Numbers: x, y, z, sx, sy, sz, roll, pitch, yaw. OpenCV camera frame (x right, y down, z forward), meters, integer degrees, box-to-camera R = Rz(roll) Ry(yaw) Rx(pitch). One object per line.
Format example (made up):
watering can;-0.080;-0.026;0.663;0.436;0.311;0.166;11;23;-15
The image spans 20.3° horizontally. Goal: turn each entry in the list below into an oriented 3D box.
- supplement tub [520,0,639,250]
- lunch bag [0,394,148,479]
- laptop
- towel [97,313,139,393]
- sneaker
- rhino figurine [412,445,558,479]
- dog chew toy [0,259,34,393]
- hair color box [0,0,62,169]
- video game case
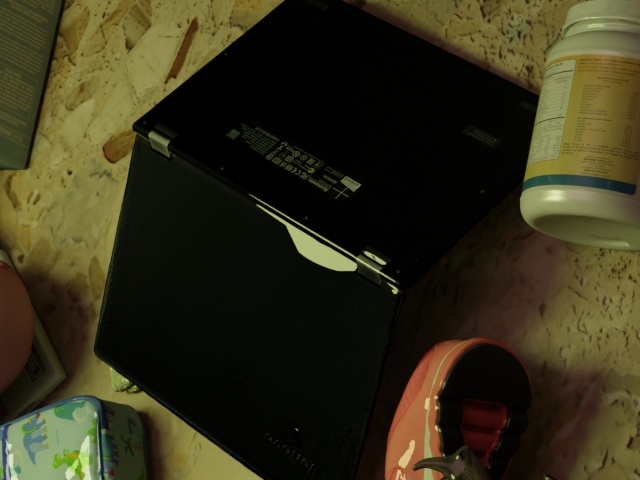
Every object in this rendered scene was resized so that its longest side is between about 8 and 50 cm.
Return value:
supplement tub;0.265;-0.102;1.609;0.144;0.144;0.199;4;76;36
lunch bag;-0.268;0.284;1.886;0.176;0.090;0.219;-18;67;30
laptop;0.000;0.000;1.822;0.382;0.236;0.408;31;63;35
towel;-0.179;0.090;1.933;0.148;0.027;0.110;-34;58;21
sneaker;0.109;0.238;1.648;0.136;0.116;0.314;-163;88;-70
rhino figurine;0.184;0.256;1.537;0.243;0.073;0.106;30;89;7
dog chew toy;-0.442;0.169;1.965;0.206;0.206;0.332;23;96;38
hair color box;-0.420;-0.278;2.179;0.185;0.113;0.374;1;74;36
video game case;-0.394;0.140;2.073;0.183;0.023;0.201;-43;55;16
